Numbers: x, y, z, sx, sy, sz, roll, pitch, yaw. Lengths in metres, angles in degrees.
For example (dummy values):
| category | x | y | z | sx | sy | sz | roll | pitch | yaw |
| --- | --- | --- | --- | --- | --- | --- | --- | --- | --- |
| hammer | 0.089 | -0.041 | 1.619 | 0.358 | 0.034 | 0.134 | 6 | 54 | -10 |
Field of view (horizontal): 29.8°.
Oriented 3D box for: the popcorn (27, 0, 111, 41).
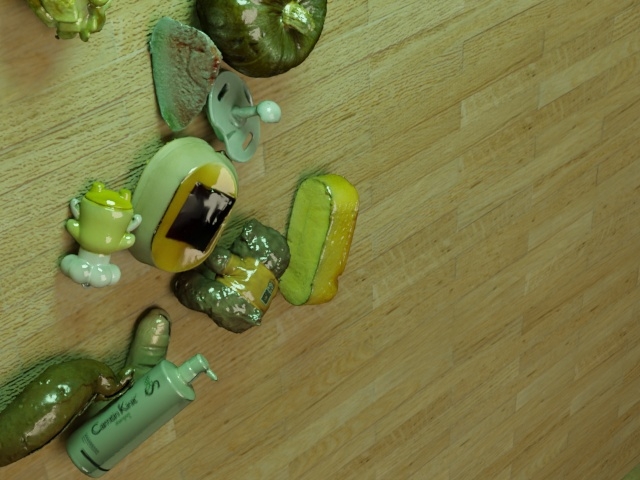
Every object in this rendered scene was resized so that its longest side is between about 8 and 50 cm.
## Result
| category | x | y | z | sx | sy | sz | roll | pitch | yaw |
| --- | --- | --- | --- | --- | --- | --- | --- | --- | --- |
| popcorn | -0.319 | -0.335 | 1.524 | 0.135 | 0.162 | 0.142 | 17 | 76 | -18 |

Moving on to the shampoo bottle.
| category | x | y | z | sx | sy | sz | roll | pitch | yaw |
| --- | --- | --- | --- | --- | --- | --- | --- | --- | --- |
| shampoo bottle | -0.284 | 0.269 | 1.916 | 0.262 | 0.085 | 0.085 | -39 | 143 | 8 |

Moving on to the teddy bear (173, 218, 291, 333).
| category | x | y | z | sx | sy | sz | roll | pitch | yaw |
| --- | --- | --- | --- | --- | --- | --- | --- | --- | --- |
| teddy bear | -0.125 | 0.061 | 1.996 | 0.190 | 0.140 | 0.177 | -61 | 141 | -13 |

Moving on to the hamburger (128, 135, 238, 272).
| category | x | y | z | sx | sy | sz | roll | pitch | yaw |
| --- | --- | --- | --- | --- | --- | --- | --- | --- | --- |
| hamburger | -0.212 | -0.052 | 1.838 | 0.173 | 0.116 | 0.210 | 15 | 106 | -43 |

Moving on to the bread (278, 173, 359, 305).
| category | x | y | z | sx | sy | sz | roll | pitch | yaw |
| --- | --- | --- | --- | --- | --- | --- | --- | --- | --- |
| bread | 0.000 | 0.000 | 2.116 | 0.094 | 0.102 | 0.246 | -6 | 117 | -44 |

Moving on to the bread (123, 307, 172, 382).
| category | x | y | z | sx | sy | sz | roll | pitch | yaw |
| --- | --- | --- | --- | --- | --- | --- | --- | --- | --- |
| bread | -0.285 | 0.213 | 1.974 | 0.073 | 0.053 | 0.214 | -3 | 116 | -52 |

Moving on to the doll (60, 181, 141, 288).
| category | x | y | z | sx | sy | sz | roll | pitch | yaw |
| --- | --- | --- | --- | --- | --- | --- | --- | --- | --- |
| doll | -0.326 | -0.003 | 1.767 | 0.106 | 0.062 | 0.163 | 16 | 105 | -9 |

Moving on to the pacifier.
| category | x | y | z | sx | sy | sz | roll | pitch | yaw |
| --- | --- | --- | --- | --- | --- | --- | --- | --- | --- |
| pacifier | -0.110 | -0.196 | 1.848 | 0.127 | 0.116 | 0.150 | -60 | 137 | -46 |

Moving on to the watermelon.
| category | x | y | z | sx | sy | sz | roll | pitch | yaw |
| --- | --- | --- | --- | --- | --- | --- | --- | --- | --- |
| watermelon | -0.194 | -0.243 | 1.752 | 0.081 | 0.094 | 0.180 | -28 | 150 | -36 |

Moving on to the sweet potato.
| category | x | y | z | sx | sy | sz | roll | pitch | yaw |
| --- | --- | --- | --- | --- | --- | --- | --- | --- | --- |
| sweet potato | -0.411 | 0.252 | 1.810 | 0.310 | 0.098 | 0.124 | -33 | 166 | -30 |

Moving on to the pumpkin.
| category | x | y | z | sx | sy | sz | roll | pitch | yaw |
| --- | --- | --- | --- | --- | --- | --- | --- | --- | --- |
| pumpkin | -0.075 | -0.337 | 1.759 | 0.219 | 0.162 | 0.219 | -33 | 137 | -37 |
